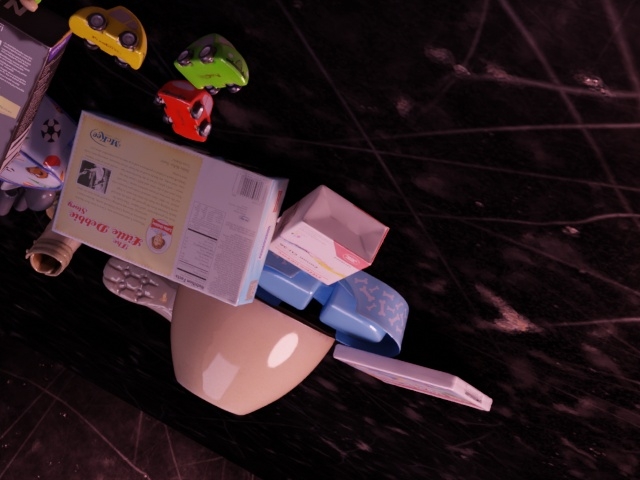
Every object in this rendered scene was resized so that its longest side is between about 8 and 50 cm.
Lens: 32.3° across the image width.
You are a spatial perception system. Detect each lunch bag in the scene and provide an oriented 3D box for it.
[{"bbox_3d":[-0.519,-0.202,1.694,0.243,0.115,0.303,12,154,39],"label":"lunch bag"}]

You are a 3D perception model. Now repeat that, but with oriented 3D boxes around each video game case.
[{"bbox_3d":[0.159,0.229,1.829,0.204,0.025,0.285,13,170,23],"label":"video game case"}]

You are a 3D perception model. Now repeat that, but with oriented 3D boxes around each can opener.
[{"bbox_3d":[-0.548,-0.084,2.016,0.280,0.074,0.093,-18,86,65],"label":"can opener"}]

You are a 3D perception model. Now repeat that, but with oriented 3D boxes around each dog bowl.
[{"bbox_3d":[0.006,0.079,1.735,0.297,0.074,0.166,29,159,0],"label":"dog bowl"}]

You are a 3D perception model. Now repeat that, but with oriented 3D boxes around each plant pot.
[{"bbox_3d":[-0.144,0.182,1.879,0.284,0.191,0.284,29,178,1],"label":"plant pot"}]

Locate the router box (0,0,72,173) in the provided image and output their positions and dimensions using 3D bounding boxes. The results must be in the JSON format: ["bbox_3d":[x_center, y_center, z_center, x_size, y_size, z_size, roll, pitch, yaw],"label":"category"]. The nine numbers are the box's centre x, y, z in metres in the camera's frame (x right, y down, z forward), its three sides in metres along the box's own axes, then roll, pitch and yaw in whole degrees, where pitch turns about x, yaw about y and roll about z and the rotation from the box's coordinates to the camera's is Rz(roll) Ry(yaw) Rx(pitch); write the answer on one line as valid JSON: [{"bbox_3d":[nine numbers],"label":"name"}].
[{"bbox_3d":[-0.508,-0.257,1.445,0.309,0.081,0.243,32,127,-7],"label":"router box"}]

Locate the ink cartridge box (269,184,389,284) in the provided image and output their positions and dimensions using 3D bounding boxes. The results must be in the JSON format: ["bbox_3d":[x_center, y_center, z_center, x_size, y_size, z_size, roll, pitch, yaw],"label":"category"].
[{"bbox_3d":[0.000,0.000,1.570,0.115,0.067,0.198,32,159,-11],"label":"ink cartridge box"}]

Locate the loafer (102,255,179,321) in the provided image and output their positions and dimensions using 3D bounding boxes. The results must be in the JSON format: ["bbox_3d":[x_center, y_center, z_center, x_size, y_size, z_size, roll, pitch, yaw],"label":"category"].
[{"bbox_3d":[-0.260,0.110,2.111,0.319,0.112,0.111,31,-165,-1],"label":"loafer"}]

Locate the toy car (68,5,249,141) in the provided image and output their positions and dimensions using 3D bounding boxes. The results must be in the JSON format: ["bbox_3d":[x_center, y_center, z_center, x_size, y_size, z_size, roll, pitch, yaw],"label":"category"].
[{"bbox_3d":[-0.159,-0.209,1.316,0.225,0.053,0.239,4,149,46],"label":"toy car"}]

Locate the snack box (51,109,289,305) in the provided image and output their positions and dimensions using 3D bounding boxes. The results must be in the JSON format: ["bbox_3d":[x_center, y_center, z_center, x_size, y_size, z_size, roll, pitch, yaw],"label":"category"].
[{"bbox_3d":[-0.219,-0.050,1.569,0.322,0.187,0.060,21,-169,19],"label":"snack box"}]

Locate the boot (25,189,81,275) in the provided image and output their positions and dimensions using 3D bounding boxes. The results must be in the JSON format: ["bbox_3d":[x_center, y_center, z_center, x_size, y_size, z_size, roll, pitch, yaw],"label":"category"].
[{"bbox_3d":[-0.468,-0.016,1.971,0.077,0.165,0.213,40,154,-25],"label":"boot"}]

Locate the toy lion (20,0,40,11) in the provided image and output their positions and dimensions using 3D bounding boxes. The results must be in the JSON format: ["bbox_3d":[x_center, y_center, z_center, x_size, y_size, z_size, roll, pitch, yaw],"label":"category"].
[{"bbox_3d":[-0.384,-0.335,1.342,0.096,0.034,0.100,31,160,13],"label":"toy lion"}]
